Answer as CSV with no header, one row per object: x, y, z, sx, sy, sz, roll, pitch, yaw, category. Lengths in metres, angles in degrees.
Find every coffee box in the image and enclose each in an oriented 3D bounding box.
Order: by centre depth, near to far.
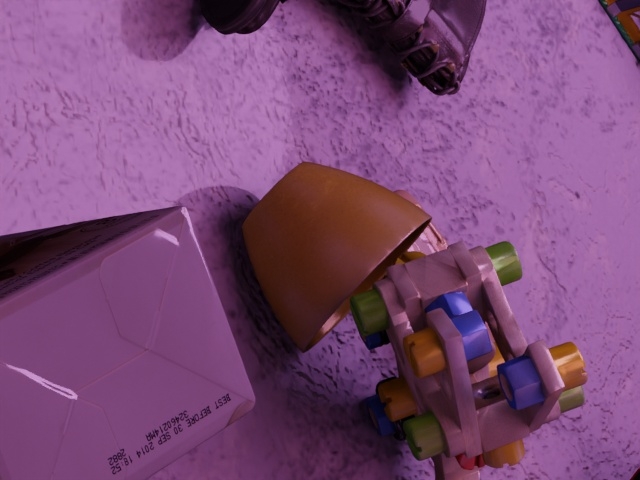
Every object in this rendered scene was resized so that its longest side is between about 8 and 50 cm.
-0.206,0.077,1.015,0.168,0.297,0.119,-31,107,-45,coffee box

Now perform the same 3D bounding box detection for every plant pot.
0.000,0.000,1.376,0.095,0.134,0.134,43,48,6,plant pot

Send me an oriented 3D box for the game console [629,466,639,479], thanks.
0.311,0.251,1.646,0.144,0.124,0.085,-5,45,-46,game console

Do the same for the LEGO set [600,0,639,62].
0.381,-0.304,1.761,0.331,0.192,0.255,-47,114,-40,LEGO set

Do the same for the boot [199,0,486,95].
0.037,-0.193,1.465,0.229,0.091,0.263,46,50,-28,boot

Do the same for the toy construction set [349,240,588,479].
0.095,0.134,1.351,0.151,0.327,0.215,-10,44,-20,toy construction set

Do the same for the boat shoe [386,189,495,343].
0.096,0.032,1.495,0.170,0.063,0.059,54,55,-22,boat shoe
